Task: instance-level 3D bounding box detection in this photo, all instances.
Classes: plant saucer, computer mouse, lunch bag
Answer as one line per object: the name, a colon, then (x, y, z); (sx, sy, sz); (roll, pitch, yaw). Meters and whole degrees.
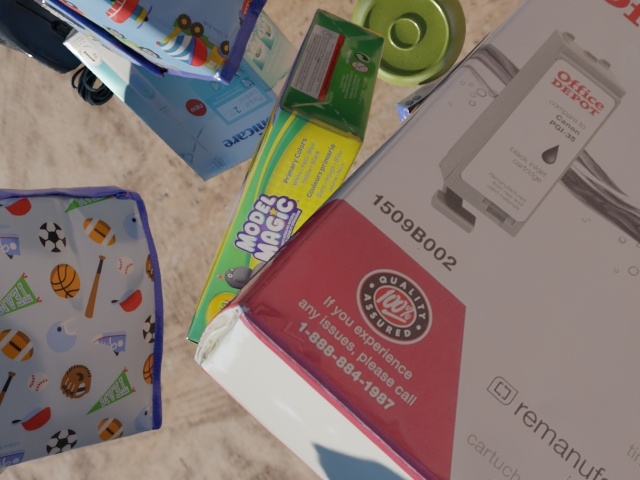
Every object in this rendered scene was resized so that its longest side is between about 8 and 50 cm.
plant saucer: (0.177, -0.430, 1.715); (0.241, 0.037, 0.241); (7, 119, 12)
computer mouse: (-0.418, -0.342, 1.282); (0.272, 0.188, 0.072); (24, 173, 5)
lunch bag: (-0.424, 0.111, 1.269); (0.239, 0.328, 0.385); (13, 104, 43)
lunch bag: (-0.203, -0.244, 0.736); (0.221, 0.138, 0.293); (28, 171, -32)

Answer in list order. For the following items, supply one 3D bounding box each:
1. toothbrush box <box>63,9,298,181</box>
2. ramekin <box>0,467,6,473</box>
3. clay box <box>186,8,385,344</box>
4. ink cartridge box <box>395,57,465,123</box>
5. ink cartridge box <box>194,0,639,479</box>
toothbrush box: (-0.175, -0.254, 1.195); (0.216, 0.126, 0.295); (-21, 128, 33)
ramekin: (-0.680, 0.346, 1.549); (0.127, 0.273, 0.273); (-139, 29, -66)
clay box: (-0.029, -0.021, 0.537); (0.053, 0.127, 0.222); (22, 129, -7)
ink cartridge box: (0.266, -0.305, 1.818); (0.046, 0.207, 0.097); (32, 152, 50)
ink cartridge box: (0.112, 0.015, 0.410); (0.207, 0.283, 0.117); (42, 155, 2)
